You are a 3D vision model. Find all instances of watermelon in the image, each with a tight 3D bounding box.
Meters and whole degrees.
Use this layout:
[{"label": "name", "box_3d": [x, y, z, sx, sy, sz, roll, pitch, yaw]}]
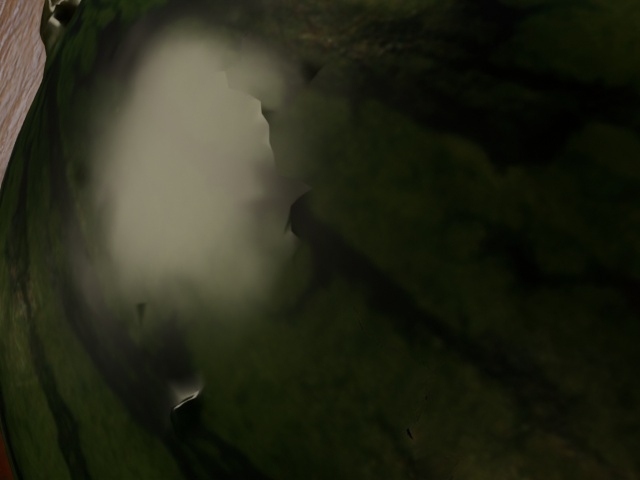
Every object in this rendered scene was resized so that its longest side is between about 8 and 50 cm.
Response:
[{"label": "watermelon", "box_3d": [0.000, 0.000, 0.470, 0.331, 0.189, 0.331, -160, 90, -90]}]

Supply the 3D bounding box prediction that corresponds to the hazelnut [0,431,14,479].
[{"label": "hazelnut", "box_3d": [-0.112, 0.086, 1.101, 0.251, 0.217, 0.217, -45, -11, -38]}]
